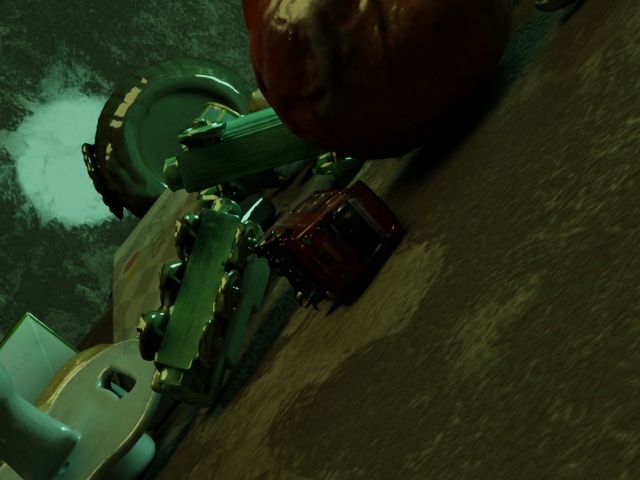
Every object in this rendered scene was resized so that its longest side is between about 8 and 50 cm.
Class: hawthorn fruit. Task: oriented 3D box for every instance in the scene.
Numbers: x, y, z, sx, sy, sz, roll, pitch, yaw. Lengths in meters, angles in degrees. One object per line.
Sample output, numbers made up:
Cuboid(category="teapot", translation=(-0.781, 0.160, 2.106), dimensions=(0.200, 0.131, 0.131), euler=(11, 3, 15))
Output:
Cuboid(category="hawthorn fruit", translation=(0.046, -0.166, 1.255), dimensions=(0.242, 0.242, 0.271), euler=(-55, -20, -26))

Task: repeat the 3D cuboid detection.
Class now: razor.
Cuboid(category="razor", translation=(-0.115, 0.004, 1.838), dimensions=(0.090, 0.054, 0.148), euler=(-34, 19, 52))

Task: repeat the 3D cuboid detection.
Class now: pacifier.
Cuboid(category="pacifier", translation=(-0.282, 0.181, 1.358), dimensions=(0.287, 0.226, 0.238), euler=(-49, 30, -11))

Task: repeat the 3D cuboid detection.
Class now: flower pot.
Cuboid(category="flower pot", translation=(-0.227, -0.136, 2.274), dimensions=(0.302, 0.302, 0.213), euler=(-53, 9, -9))

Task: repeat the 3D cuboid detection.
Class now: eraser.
Cuboid(category="eraser", translation=(-0.169, 0.045, 1.654), dimensions=(0.213, 0.082, 0.397), euler=(-51, 17, 8))

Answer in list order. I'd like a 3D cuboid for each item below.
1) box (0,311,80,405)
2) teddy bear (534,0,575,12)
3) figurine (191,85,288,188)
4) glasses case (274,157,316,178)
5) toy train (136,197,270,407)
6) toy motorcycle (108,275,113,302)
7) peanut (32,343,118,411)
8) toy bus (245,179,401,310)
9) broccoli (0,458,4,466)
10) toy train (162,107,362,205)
Cuboid(category="box", translation=(-0.385, 0.234, 1.867), dimensions=(0.195, 0.177, 0.148), euler=(-56, 9, -30))
Cuboid(category="teddy bear", translation=(0.209, -0.286, 1.150), dimensions=(0.133, 0.111, 0.213), euler=(-36, 18, 49))
Cuboid(category="figurine", translation=(-0.054, -0.206, 2.048), dimensions=(0.275, 0.158, 0.161), euler=(-55, 18, -22))
Cuboid(category="glasses case", translation=(0.023, -0.196, 1.913), dimensions=(0.282, 0.067, 0.109), euler=(-58, 7, -28))
Cuboid(category="toy train", translation=(-0.101, 0.062, 1.304), dimensions=(0.125, 0.081, 0.194), euler=(67, -146, -58))
Cuboid(category="toy motorcycle", translation=(-0.273, 0.054, 2.365), dimensions=(0.135, 0.092, 0.254), euler=(-44, 15, -19))
Cuboid(category="peanut", translation=(-0.302, 0.225, 1.678), dimensions=(0.256, 0.123, 0.123), euler=(-52, 8, -10))
Cuboid(category="toy bus", translation=(0.000, 0.000, 1.189), dimensions=(0.096, 0.073, 0.235), euler=(-45, 7, -8))
Cuboid(category="broccoli", translation=(-0.307, 0.277, 1.525), dimensions=(0.120, 0.131, 0.130), euler=(76, -155, -51))
Cuboid(category="toy train", translation=(-0.049, -0.110, 1.592), dimensions=(0.248, 0.101, 0.159), euler=(-15, 11, 9))
